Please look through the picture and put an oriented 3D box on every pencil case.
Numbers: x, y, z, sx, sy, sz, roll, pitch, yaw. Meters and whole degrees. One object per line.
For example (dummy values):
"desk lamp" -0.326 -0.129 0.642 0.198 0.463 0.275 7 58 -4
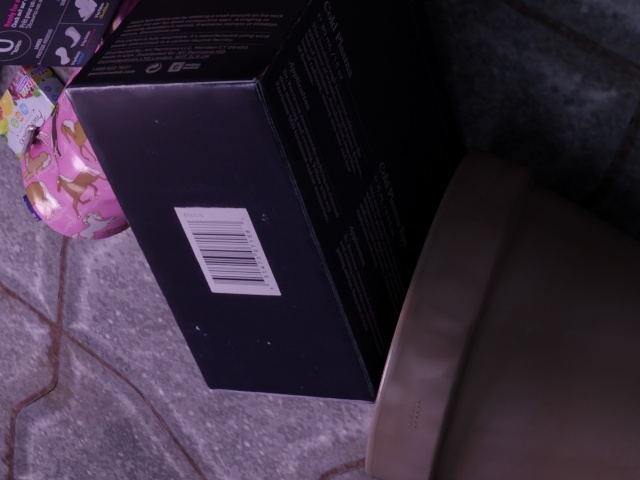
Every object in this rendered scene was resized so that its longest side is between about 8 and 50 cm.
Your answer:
"pencil case" -0.222 -0.148 1.438 0.386 0.167 0.160 -42 56 49

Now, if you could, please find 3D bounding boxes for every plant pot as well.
"plant pot" 0.222 0.106 1.136 0.280 0.323 0.323 18 131 12

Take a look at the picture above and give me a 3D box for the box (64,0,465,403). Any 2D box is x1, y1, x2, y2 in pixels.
"box" -0.021 -0.086 1.114 0.179 0.312 0.343 2 131 27

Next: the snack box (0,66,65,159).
"snack box" -0.376 -0.162 1.653 0.100 0.037 0.141 49 139 0

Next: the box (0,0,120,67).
"box" -0.309 -0.321 1.272 0.163 0.142 0.247 -51 54 45
